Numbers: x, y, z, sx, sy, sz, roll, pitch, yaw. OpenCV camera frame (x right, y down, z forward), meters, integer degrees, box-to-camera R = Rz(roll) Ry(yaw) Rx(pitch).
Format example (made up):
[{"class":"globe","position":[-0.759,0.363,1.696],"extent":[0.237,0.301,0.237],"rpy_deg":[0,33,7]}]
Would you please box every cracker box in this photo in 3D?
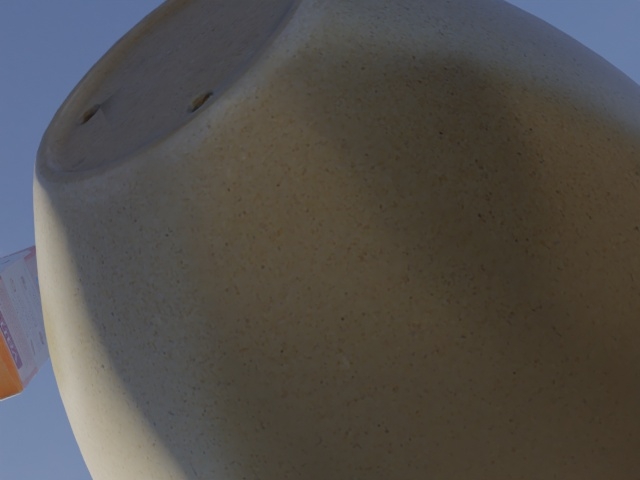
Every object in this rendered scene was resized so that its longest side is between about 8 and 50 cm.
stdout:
[{"class":"cracker box","position":[-0.241,0.068,1.065],"extent":[0.156,0.232,0.067],"rpy_deg":[-21,-84,0]}]

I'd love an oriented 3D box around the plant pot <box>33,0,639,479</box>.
[{"class":"plant pot","position":[0.000,0.000,0.697],"extent":[0.284,0.284,0.191],"rpy_deg":[-47,-63,-14]}]
